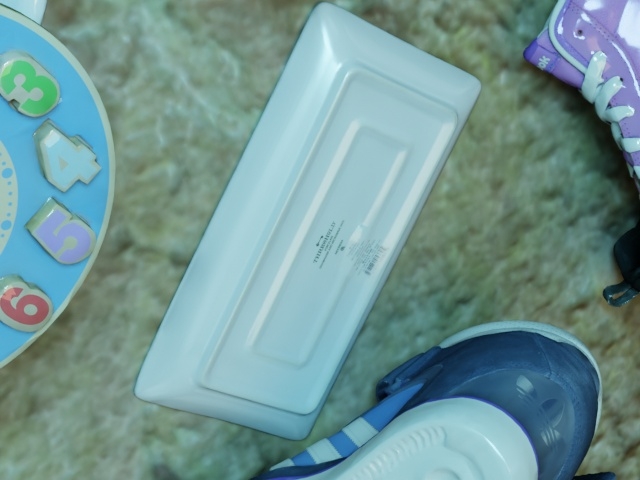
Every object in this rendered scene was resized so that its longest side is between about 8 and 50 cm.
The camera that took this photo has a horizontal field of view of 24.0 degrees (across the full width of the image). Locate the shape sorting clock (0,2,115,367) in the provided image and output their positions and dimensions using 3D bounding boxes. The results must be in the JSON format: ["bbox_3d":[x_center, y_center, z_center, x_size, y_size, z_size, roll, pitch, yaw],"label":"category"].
[{"bbox_3d":[-0.182,-0.010,0.651,0.206,0.040,0.206,-16,123,-26],"label":"shape sorting clock"}]

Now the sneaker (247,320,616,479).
[{"bbox_3d":[0.045,0.165,0.989,0.323,0.130,0.236,-36,177,30],"label":"sneaker"}]

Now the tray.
[{"bbox_3d":[0.000,0.000,0.945,0.145,0.030,0.270,20,99,-38],"label":"tray"}]

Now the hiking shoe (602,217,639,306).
[{"bbox_3d":[0.299,-0.086,1.043,0.132,0.113,0.304,6,104,-27],"label":"hiking shoe"}]

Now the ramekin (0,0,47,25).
[{"bbox_3d":[-0.267,-0.136,0.640,0.277,0.135,0.277,-16,122,-26],"label":"ramekin"}]

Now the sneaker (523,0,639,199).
[{"bbox_3d":[0.206,-0.071,0.965,0.161,0.102,0.282,5,87,1],"label":"sneaker"}]
